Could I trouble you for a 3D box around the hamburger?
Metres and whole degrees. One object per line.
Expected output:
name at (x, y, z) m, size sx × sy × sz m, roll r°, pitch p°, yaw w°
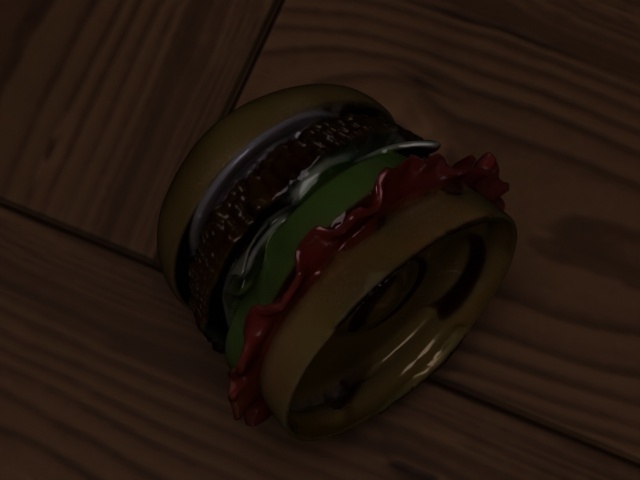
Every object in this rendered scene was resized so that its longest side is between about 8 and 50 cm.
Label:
hamburger at (-0.002, 0.002, 0.803) m, size 0.175 × 0.175 × 0.137 m, roll -40°, pitch 64°, yaw -11°
